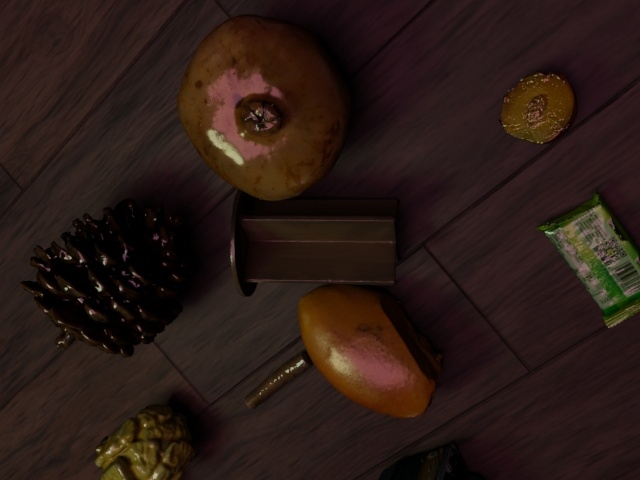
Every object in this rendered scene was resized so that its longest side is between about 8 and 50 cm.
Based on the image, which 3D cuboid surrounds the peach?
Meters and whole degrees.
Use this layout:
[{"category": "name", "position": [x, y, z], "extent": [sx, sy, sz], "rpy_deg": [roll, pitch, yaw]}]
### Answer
[{"category": "peach", "position": [0.284, -0.168, 0.953], "extent": [0.098, 0.061, 0.098], "rpy_deg": [-2, 86, 30]}]

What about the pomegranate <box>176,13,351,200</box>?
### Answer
[{"category": "pomegranate", "position": [-0.072, -0.176, 0.982], "extent": [0.248, 0.248, 0.248], "rpy_deg": [6, 109, 17]}]

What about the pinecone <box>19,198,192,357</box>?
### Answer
[{"category": "pinecone", "position": [-0.316, 0.065, 1.157], "extent": [0.257, 0.243, 0.243], "rpy_deg": [-26, 100, -17]}]

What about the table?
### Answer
[{"category": "table", "position": [0.000, 0.000, 1.068], "extent": [0.226, 0.167, 0.167], "rpy_deg": [0, 108, 10]}]

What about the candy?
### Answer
[{"category": "candy", "position": [0.382, 0.025, 0.999], "extent": [0.102, 0.032, 0.178], "rpy_deg": [-36, 95, 29]}]

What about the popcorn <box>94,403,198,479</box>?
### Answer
[{"category": "popcorn", "position": [-0.310, 0.373, 1.301], "extent": [0.173, 0.168, 0.195], "rpy_deg": [26, 153, -2]}]

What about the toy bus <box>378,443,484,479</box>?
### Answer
[{"category": "toy bus", "position": [0.199, 0.474, 1.157], "extent": [0.167, 0.138, 0.275], "rpy_deg": [-24, 101, 26]}]

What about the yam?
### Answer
[{"category": "yam", "position": [-0.071, 0.232, 1.228], "extent": [0.145, 0.032, 0.032], "rpy_deg": [-42, 91, 25]}]

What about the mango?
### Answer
[{"category": "mango", "position": [0.072, 0.160, 1.102], "extent": [0.252, 0.126, 0.154], "rpy_deg": [37, 104, 6]}]
